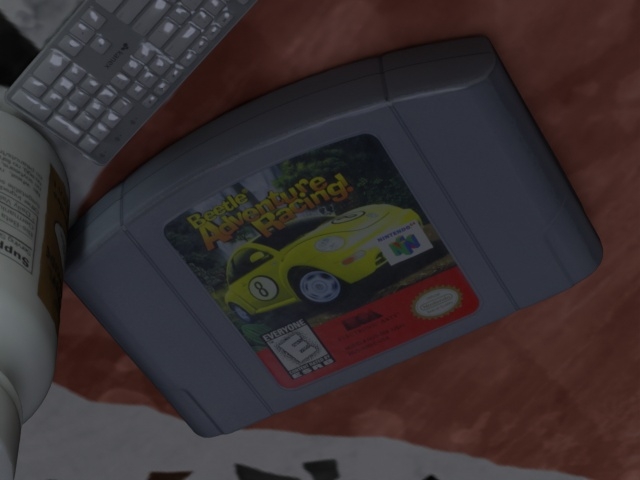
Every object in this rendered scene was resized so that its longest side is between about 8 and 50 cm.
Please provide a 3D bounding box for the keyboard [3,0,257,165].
[{"bbox_3d":[-0.072,-0.141,0.864,0.072,0.014,0.256,32,120,-27],"label":"keyboard"}]

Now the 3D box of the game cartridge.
[{"bbox_3d":[0.000,0.000,0.962,0.294,0.060,0.196,-25,123,15],"label":"game cartridge"}]

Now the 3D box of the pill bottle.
[{"bbox_3d":[-0.206,0.039,0.861,0.131,0.229,0.131,-2,130,-3],"label":"pill bottle"}]
